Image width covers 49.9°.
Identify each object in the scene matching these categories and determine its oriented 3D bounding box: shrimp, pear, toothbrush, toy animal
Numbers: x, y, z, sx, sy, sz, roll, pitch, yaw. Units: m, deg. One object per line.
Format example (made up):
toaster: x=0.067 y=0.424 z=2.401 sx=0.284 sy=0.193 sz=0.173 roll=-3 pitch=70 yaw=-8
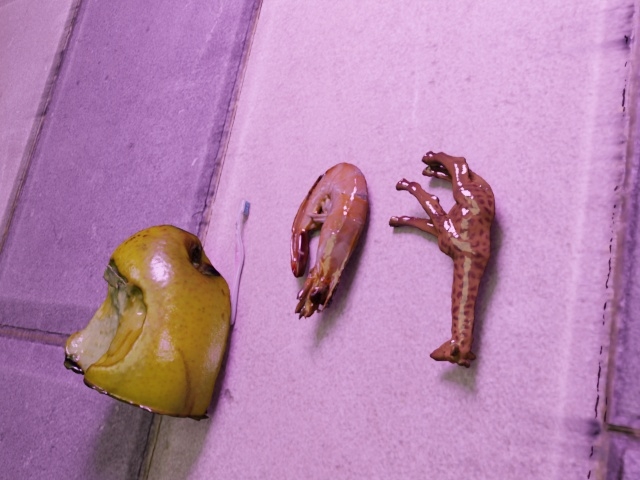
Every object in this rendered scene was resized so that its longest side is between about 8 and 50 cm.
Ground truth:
shrimp: x=-0.002 y=-0.001 z=0.951 sx=0.133 sy=0.053 sz=0.236 roll=2 pitch=70 yaw=37
pear: x=-0.239 y=0.108 z=1.019 sx=0.238 sy=0.164 sz=0.255 roll=20 pitch=86 yaw=45
toothbrush: x=-0.130 y=0.031 z=1.062 sx=0.017 sy=0.022 sz=0.204 roll=-14 pitch=64 yaw=46
toy animal: x=0.157 y=0.010 z=0.820 sx=0.149 sy=0.054 sz=0.275 roll=-34 pitch=55 yaw=27
